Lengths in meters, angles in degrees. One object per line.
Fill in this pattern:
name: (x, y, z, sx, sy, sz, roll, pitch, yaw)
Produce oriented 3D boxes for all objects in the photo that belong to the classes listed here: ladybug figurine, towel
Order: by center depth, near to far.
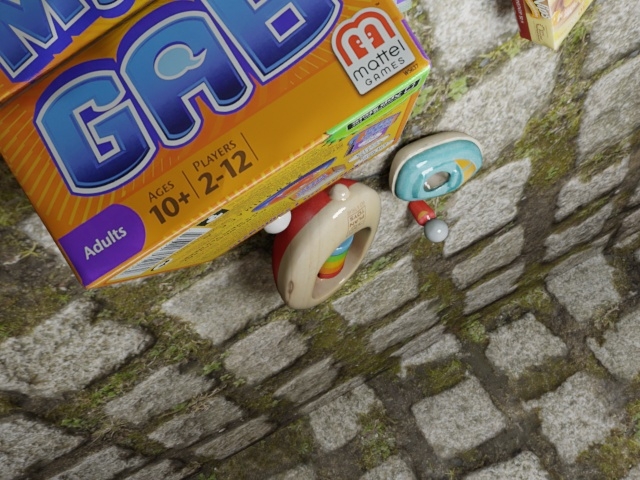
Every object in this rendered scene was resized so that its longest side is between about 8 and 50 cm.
towel: (0.138, -0.446, 0.891, 0.060, 0.009, 0.083, -27, 146, -5)
ladybug figurine: (0.000, 0.000, 1.197, 0.305, 0.162, 0.449, -34, 158, -30)

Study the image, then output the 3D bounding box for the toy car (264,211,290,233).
toy car: (-0.127, -0.113, 1.037, 0.136, 0.159, 0.182, -54, 155, -27)

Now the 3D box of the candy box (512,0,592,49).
candy box: (0.471, -0.529, 0.865, 0.316, 0.087, 0.183, -55, 149, 6)

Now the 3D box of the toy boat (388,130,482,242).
toy boat: (0.305, -0.136, 1.291, 0.267, 0.148, 0.318, -20, 145, -14)

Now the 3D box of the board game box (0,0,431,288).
board game box: (-0.135, -0.201, 0.589, 0.356, 0.356, 0.356, -32, 179, 4)
